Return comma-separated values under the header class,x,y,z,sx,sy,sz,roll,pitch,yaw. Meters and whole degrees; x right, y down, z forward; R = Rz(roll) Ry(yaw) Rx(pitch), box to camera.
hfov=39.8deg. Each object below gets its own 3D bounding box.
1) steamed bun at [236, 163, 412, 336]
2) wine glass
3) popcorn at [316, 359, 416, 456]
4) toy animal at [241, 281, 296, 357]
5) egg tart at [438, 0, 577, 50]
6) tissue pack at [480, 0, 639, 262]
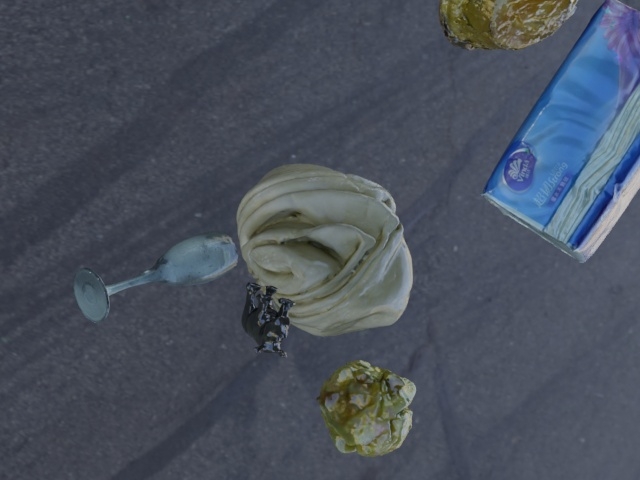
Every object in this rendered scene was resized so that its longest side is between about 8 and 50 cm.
class,x,y,z,sx,sy,sz,roll,pitch,yaw
steamed bun,-0.003,0.000,1.426,0.203,0.276,0.289,50,30,-71
wine glass,-0.225,0.081,1.553,0.310,0.264,0.096,-19,121,-45
popcorn,0.093,0.320,1.703,0.167,0.186,0.187,-20,101,-36
toy animal,-0.057,0.091,0.979,0.047,0.136,0.065,14,95,-22
egg tart,0.414,-0.504,1.848,0.342,0.132,0.341,-14,144,-10
tissue pack,0.325,-0.122,1.053,0.263,0.146,0.198,-57,161,6
